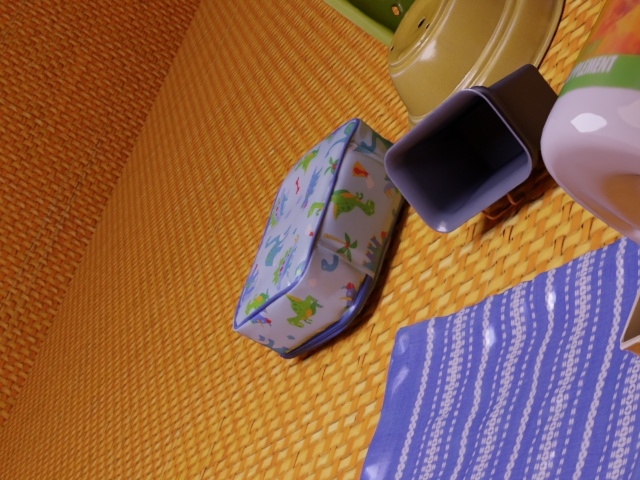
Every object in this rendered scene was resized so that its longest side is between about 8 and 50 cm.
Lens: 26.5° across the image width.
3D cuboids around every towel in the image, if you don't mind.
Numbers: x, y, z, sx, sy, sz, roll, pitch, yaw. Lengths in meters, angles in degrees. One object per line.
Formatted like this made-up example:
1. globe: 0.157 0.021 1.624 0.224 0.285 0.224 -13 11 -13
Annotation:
1. towel: 0.114 0.122 0.880 0.336 0.040 0.243 -33 32 56

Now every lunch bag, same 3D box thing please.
1. lunch bag: 0.000 0.000 1.328 0.176 0.090 0.219 -37 28 51

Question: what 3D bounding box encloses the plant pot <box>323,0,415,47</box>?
1. plant pot: 0.099 -0.375 1.458 0.227 0.228 0.207 -41 19 48

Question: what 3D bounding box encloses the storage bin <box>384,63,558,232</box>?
1. storage bin: 0.136 -0.075 1.084 0.091 0.098 0.135 -37 -1 -39

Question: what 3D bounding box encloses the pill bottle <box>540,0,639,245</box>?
1. pill bottle: 0.186 -0.107 0.457 0.246 0.136 0.136 -62 17 -8

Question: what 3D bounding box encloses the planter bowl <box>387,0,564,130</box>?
1. planter bowl: 0.126 -0.185 1.276 0.217 0.090 0.217 -53 17 24

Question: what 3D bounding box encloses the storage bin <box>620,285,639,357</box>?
1. storage bin: 0.274 -0.051 0.561 0.260 0.123 0.262 -21 42 65
